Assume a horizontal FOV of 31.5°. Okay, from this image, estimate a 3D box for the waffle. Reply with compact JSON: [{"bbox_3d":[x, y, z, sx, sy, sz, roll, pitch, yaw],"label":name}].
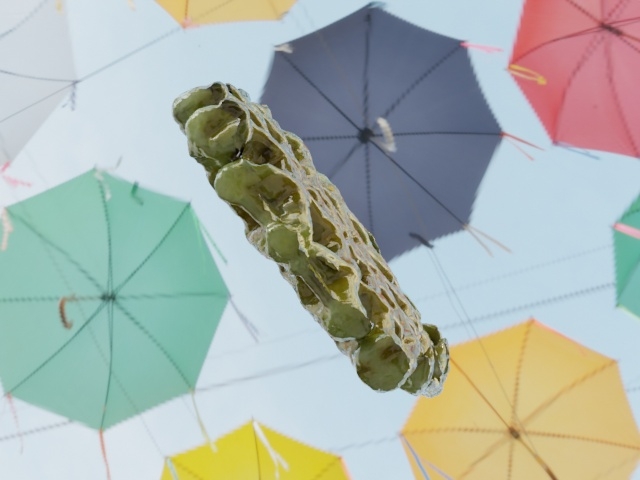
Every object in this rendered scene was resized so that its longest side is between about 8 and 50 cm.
[{"bbox_3d":[0.000,0.000,0.542,0.036,0.169,0.183,-37,-101,9],"label":"waffle"}]
